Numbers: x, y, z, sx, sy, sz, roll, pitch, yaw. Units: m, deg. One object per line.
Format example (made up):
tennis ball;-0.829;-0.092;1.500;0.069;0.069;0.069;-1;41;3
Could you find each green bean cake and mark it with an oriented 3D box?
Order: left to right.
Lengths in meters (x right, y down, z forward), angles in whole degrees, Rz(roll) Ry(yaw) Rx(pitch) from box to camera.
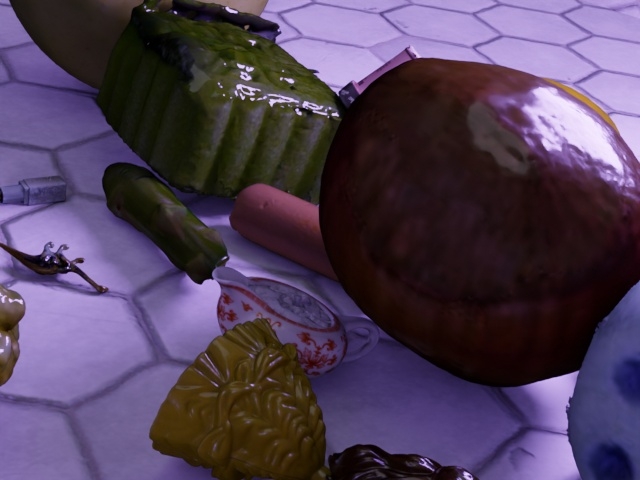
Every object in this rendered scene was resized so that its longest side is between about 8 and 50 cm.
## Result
green bean cake;-0.134;-0.211;1.862;0.335;0.218;0.319;3;29;-39

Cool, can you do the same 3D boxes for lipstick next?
lipstick;-0.428;-0.068;1.742;0.129;0.030;0.030;-8;33;-32

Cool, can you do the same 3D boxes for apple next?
apple;-0.317;-0.483;2.068;0.474;0.473;0.473;8;28;-4

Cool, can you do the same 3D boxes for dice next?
dice;0.445;0.185;1.294;0.268;0.264;0.262;-15;37;-40

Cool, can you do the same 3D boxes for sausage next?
sausage;-0.001;0.000;1.693;0.289;0.086;0.086;25;31;25

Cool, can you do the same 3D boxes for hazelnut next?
hazelnut;0.190;-0.010;1.437;0.421;0.421;0.352;18;61;15

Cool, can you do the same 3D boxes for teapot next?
teapot;-0.036;0.105;1.454;0.246;0.116;0.159;11;11;-38

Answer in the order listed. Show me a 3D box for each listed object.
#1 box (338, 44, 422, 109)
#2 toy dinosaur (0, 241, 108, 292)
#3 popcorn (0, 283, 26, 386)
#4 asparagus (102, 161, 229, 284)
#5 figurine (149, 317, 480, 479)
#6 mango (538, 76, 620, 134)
box;0.125;-0.207;1.839;0.151;0.135;0.151;49;11;-13
toy dinosaur;-0.353;0.024;1.588;0.180;0.037;0.058;14;23;6
popcorn;-0.435;0.097;1.165;0.274;0.279;0.335;-28;2;15
asparagus;-0.200;-0.018;1.658;0.082;0.085;0.343;-47;43;-7
figurine;0.009;0.230;1.231;0.315;0.168;0.187;33;6;19
mango;0.317;-0.143;1.905;0.301;0.220;0.445;-9;27;17
